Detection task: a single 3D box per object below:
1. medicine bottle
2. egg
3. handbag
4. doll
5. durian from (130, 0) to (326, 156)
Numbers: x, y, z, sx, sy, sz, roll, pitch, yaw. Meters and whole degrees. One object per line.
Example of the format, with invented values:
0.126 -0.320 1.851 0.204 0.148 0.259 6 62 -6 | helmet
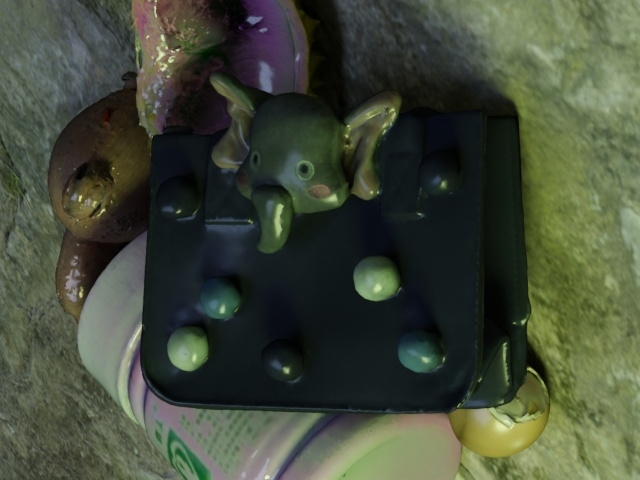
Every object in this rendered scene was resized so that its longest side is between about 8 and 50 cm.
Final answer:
-0.049 0.140 1.660 0.325 0.212 0.212 43 144 37 | medicine bottle
0.140 0.136 1.480 0.080 0.080 0.096 56 148 16 | egg
0.000 0.000 1.431 0.326 0.118 0.269 -3 86 35 | handbag
-0.180 -0.008 1.846 0.156 0.201 0.303 11 138 11 | doll
-0.075 -0.173 1.554 0.186 0.154 0.260 28 136 17 | durian
